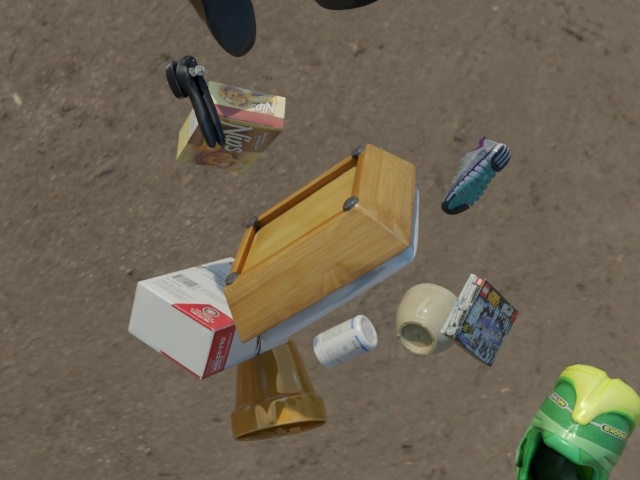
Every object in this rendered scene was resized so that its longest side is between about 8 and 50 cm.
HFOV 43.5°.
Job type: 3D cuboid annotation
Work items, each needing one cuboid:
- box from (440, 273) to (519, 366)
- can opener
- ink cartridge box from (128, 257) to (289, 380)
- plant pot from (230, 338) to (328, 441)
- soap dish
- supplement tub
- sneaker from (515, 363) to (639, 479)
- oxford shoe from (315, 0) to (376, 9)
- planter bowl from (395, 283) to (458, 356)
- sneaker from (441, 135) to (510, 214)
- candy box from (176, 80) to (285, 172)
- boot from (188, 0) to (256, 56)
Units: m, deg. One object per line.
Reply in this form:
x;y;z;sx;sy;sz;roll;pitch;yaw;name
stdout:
0.229;0.116;1.142;0.137;0.027;0.093;37;79;-49;box
-0.229;-0.266;1.539;0.059;0.073;0.186;-32;98;-39;can opener
-0.199;0.141;1.556;0.273;0.197;0.114;-17;129;-54;ink cartridge box
-0.101;0.320;1.738;0.205;0.205;0.187;2;67;-33;plant pot
0.000;0.000;1.149;0.118;0.291;0.229;48;27;-20;soap dish
0.048;0.192;1.526;0.071;0.107;0.071;45;29;-34;supplement tub
0.235;0.242;0.809;0.123;0.109;0.295;-40;143;-30;sneaker
0.084;-0.397;1.155;0.076;0.212;0.076;55;31;-27;oxford shoe
0.234;0.193;1.800;0.162;0.162;0.109;56;42;-8;planter bowl
0.367;-0.160;1.995;0.224;0.098;0.083;-45;133;-3;sneaker
-0.220;-0.261;1.913;0.183;0.316;0.087;8;72;-20;candy box
-0.236;-0.514;1.655;0.112;0.115;0.305;-47;132;-15;boot
